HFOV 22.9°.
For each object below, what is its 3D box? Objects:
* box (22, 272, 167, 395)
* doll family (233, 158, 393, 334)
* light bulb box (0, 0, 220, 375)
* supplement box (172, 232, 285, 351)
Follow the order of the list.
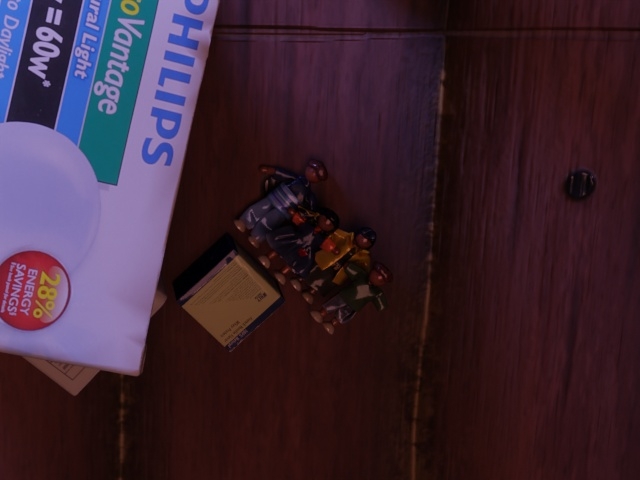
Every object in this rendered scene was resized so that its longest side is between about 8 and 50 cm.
[{"bbox_3d":[-0.316,-0.003,1.570,0.148,0.121,0.311,-45,111,7],"label":"box"},{"bbox_3d":[0.000,0.000,1.657,0.111,0.076,0.193,-41,109,11],"label":"doll family"},{"bbox_3d":[-0.312,-0.094,1.357,0.361,0.225,0.358,12,90,-22],"label":"light bulb box"},{"bbox_3d":[-0.097,0.054,1.667,0.083,0.056,0.083,-42,111,7],"label":"supplement box"}]
